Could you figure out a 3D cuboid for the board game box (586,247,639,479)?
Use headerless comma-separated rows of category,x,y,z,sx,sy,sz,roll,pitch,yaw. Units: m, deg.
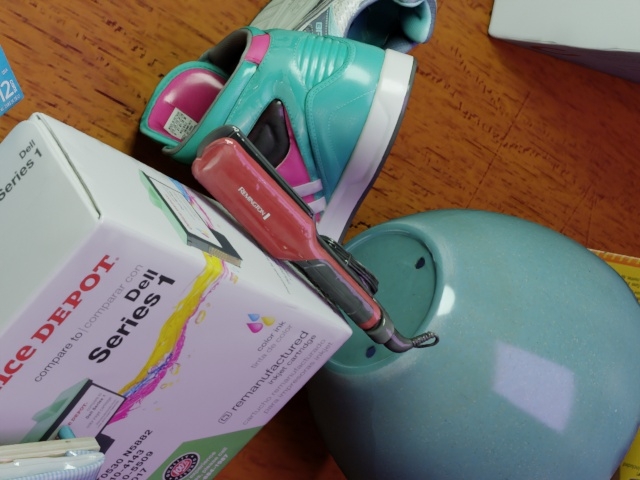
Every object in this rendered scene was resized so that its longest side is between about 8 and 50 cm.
board game box,0.293,0.249,1.686,0.356,0.357,0.356,45,65,-45

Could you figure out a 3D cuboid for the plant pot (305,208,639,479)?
plant pot,0.097,0.087,1.478,0.195,0.290,0.290,38,70,-43

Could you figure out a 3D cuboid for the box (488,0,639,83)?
box,0.357,-0.240,1.755,0.345,0.215,0.168,8,93,-51

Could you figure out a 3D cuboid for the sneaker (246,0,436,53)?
sneaker,0.058,-0.206,1.482,0.283,0.122,0.110,-58,136,-23

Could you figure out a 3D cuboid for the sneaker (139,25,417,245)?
sneaker,-0.057,-0.054,1.391,0.123,0.178,0.295,-76,-171,-47

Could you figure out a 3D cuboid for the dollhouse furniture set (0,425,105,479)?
dollhouse furniture set,-0.218,0.217,1.097,0.303,0.198,0.286,-1,130,-40

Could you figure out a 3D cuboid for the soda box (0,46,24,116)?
soda box,-0.292,-0.064,1.145,0.210,0.071,0.067,-46,131,-33

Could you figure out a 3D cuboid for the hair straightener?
hair straightener,0.000,0.000,1.311,0.230,0.089,0.047,41,103,-14

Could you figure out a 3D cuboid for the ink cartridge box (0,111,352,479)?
ink cartridge box,-0.145,0.060,1.249,0.201,0.117,0.278,-47,141,13
